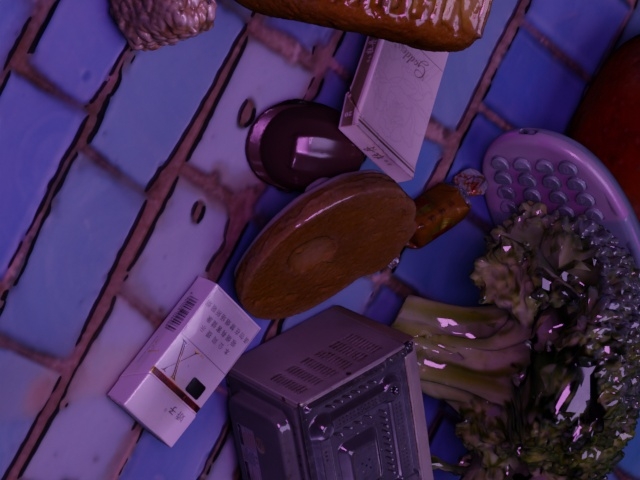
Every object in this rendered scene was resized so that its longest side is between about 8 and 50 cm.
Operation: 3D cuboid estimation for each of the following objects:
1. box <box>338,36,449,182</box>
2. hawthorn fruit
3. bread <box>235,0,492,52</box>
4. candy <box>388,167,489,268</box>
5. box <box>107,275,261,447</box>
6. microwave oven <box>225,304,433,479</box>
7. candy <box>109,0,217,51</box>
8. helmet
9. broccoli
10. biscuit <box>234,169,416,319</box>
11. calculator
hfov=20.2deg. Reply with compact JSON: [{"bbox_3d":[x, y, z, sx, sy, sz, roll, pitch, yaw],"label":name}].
[{"bbox_3d":[0.081,-0.172,1.858,0.109,0.029,0.198,41,57,-41],"label":"box"},{"bbox_3d":[0.400,-0.092,2.068,0.307,0.265,0.265,-47,134,11],"label":"hawthorn fruit"},{"bbox_3d":[0.044,-0.260,1.686,0.227,0.253,0.142,5,104,-50],"label":"bread"},{"bbox_3d":[0.117,-0.023,1.973,0.182,0.053,0.046,-32,131,-27],"label":"candy"},{"bbox_3d":[-0.137,0.122,1.809,0.154,0.040,0.084,-53,133,-14],"label":"box"},{"bbox_3d":[0.011,0.224,1.908,0.194,0.145,0.240,-29,123,-34],"label":"microwave oven"},{"bbox_3d":[-0.142,-0.225,1.640,0.085,0.110,0.095,-26,105,-31],"label":"candy"},{"bbox_3d":[-0.007,-0.091,1.825,0.123,0.070,0.098,-3,108,-42],"label":"helmet"},{"bbox_3d":[0.235,0.142,1.983,0.317,0.338,0.277,38,52,-21],"label":"broccoli"},{"bbox_3d":[0.000,0.000,1.836,0.208,0.049,0.181,-30,150,-7],"label":"biscuit"},{"bbox_3d":[0.281,-0.011,2.029,0.041,0.185,0.299,-55,133,-32],"label":"calculator"}]
